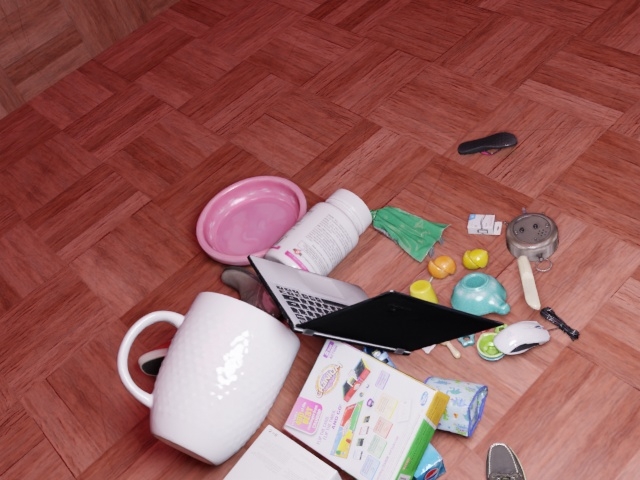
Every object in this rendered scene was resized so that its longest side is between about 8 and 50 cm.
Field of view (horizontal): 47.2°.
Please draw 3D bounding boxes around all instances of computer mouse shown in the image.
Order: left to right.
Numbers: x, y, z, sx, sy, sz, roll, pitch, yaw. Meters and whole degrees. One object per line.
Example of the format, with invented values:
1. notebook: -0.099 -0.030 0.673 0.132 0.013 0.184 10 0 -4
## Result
1. computer mouse: 0.483 0.208 1.662 0.193 0.042 0.106 -15 43 -21

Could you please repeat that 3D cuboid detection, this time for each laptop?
1. laptop: 0.113 0.112 1.635 0.236 0.382 0.408 -55 44 17

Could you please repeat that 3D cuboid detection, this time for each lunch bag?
1. lunch bag: 0.287 0.350 1.602 0.129 0.096 0.151 7 23 24

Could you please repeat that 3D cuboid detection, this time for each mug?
1. mug: -0.278 0.304 1.670 0.374 0.276 0.328 28 67 -6

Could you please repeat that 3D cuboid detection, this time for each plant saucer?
1. plant saucer: -0.192 -0.047 2.130 0.332 0.084 0.332 -9 48 10

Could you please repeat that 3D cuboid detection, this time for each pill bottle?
1. pill bottle: 0.000 0.000 1.968 0.160 0.160 0.283 28 63 36

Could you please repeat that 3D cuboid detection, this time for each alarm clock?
1. alarm clock: 0.541 0.002 1.855 0.129 0.064 0.192 -14 49 6

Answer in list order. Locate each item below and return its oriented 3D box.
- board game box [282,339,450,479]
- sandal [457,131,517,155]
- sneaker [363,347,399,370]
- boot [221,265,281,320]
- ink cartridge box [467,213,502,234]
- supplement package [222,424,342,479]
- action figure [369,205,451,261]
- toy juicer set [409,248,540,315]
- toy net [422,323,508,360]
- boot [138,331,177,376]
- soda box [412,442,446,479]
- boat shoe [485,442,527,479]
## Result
1. board game box: 0.091 0.371 1.575 0.316 0.064 0.242 23 84 43
2. sandal: 0.491 -0.275 2.143 0.179 0.040 0.067 -8 40 32
3. sneaker: 0.143 0.291 1.726 0.053 0.059 0.144 -31 48 -13
4. boot: -0.199 0.167 1.945 0.246 0.083 0.161 16 62 32
5. ink cartridge box: 0.438 -0.043 1.950 0.083 0.028 0.048 3 51 20
6. supplement package: -0.083 0.537 1.516 0.194 0.149 0.203 25 61 35
7. action figure: 0.222 -0.034 1.991 0.232 0.063 0.137 30 66 33
8. toy juicer set: 0.397 0.109 1.795 0.329 0.089 0.209 1 36 31
9. toy net: 0.331 0.222 1.734 0.232 0.045 0.122 7 52 24
10. boot: -0.360 0.250 1.919 0.244 0.088 0.176 -16 45 -7
11. soda box: 0.177 0.428 1.584 0.071 0.067 0.210 -33 46 -12
12. boat shoe: 0.373 0.497 1.449 0.080 0.073 0.223 -9 47 11
